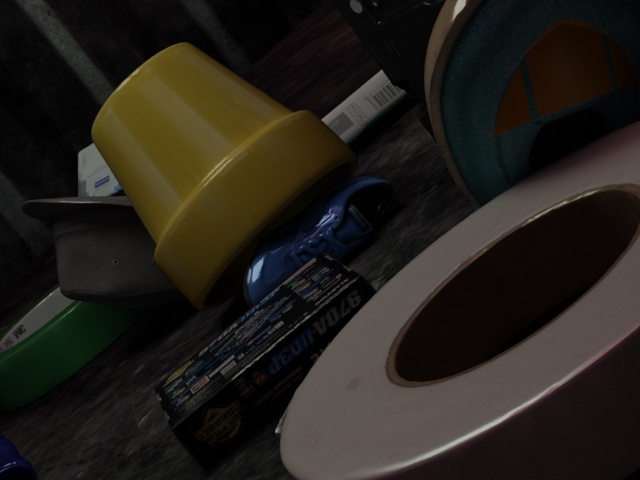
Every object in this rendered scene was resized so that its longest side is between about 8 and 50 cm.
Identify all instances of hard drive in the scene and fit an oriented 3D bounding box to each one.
[{"bbox_3d":[0.173,-0.228,1.481,0.064,0.237,0.339,-45,13,-27],"label":"hard drive"}]

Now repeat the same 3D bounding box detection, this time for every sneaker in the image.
[{"bbox_3d":[0.000,0.000,1.537,0.209,0.069,0.082,-45,18,-29],"label":"sneaker"}]

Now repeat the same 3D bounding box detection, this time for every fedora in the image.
[{"bbox_3d":[-0.246,0.020,1.848,0.276,0.124,0.244,0,-10,-7],"label":"fedora"}]

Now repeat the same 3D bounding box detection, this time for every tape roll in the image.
[{"bbox_3d":[-0.369,0.119,2.119,0.321,0.077,0.321,-35,12,9],"label":"tape roll"},{"bbox_3d":[0.143,0.052,0.942,0.392,0.072,0.392,-36,13,10],"label":"tape roll"}]

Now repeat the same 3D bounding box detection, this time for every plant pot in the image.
[{"bbox_3d":[-0.127,-0.088,1.646,0.254,0.239,0.254,-44,-7,-7],"label":"plant pot"}]

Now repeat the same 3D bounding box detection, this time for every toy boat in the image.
[{"bbox_3d":[0.238,-0.141,1.108,0.318,0.267,0.148,-23,48,-1],"label":"toy boat"}]

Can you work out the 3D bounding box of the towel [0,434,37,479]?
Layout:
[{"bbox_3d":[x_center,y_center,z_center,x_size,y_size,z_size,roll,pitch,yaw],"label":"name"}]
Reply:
[{"bbox_3d":[-0.426,0.315,1.609,0.228,0.076,0.308,-34,11,-15],"label":"towel"}]

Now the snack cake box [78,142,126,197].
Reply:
[{"bbox_3d":[-0.174,-0.080,1.905,0.264,0.089,0.152,5,-14,-30],"label":"snack cake box"}]

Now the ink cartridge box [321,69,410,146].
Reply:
[{"bbox_3d":[0.043,-0.161,2.083,0.181,0.056,0.224,-41,-6,-11],"label":"ink cartridge box"}]

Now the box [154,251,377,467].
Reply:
[{"bbox_3d":[-0.051,0.105,1.339,0.220,0.051,0.175,-39,12,-6],"label":"box"}]
